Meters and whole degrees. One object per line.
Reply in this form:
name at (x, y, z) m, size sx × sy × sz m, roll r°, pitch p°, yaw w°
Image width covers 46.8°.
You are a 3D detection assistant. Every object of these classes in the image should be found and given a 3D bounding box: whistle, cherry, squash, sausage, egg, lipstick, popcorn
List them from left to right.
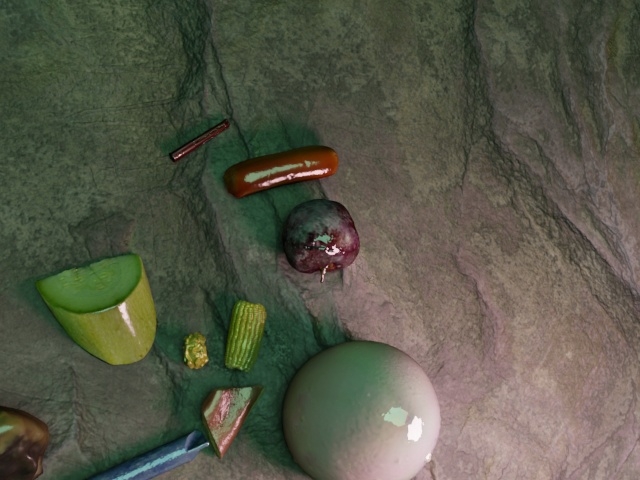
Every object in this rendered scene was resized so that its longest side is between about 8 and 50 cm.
squash at (-0.493, 0.169, 1.684) m, size 0.236 × 0.155 × 0.204 m, roll -18°, pitch 49°, yaw -18°
whistle at (-0.393, 0.504, 1.630) m, size 0.304 × 0.062 × 0.062 m, roll -21°, pitch 87°, yaw -20°
popcorn at (-0.290, 0.253, 1.703) m, size 0.057 × 0.083 × 0.082 m, roll -6°, pitch 113°, yaw -14°
lipstick at (-0.295, -0.248, 1.822) m, size 0.176 × 0.027 × 0.027 m, roll -36°, pitch 92°, yaw -22°
sausage at (-0.093, -0.177, 1.841) m, size 0.300 × 0.083 × 0.089 m, roll -15°, pitch 97°, yaw -19°
cherry at (-0.004, -0.009, 1.793) m, size 0.195 × 0.195 × 0.195 m, roll 3°, pitch 79°, yaw -17°
egg at (0.114, 0.398, 1.668) m, size 0.354 × 0.340 × 0.355 m, roll 4°, pitch 77°, yaw -18°

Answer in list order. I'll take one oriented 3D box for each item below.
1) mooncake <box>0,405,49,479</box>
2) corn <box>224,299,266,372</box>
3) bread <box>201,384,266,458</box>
mooncake at (-0.687, 0.516, 1.432) m, size 0.394 × 0.246 × 0.393 m, roll -36°, pitch 84°, yaw -20°
corn at (-0.180, 0.227, 1.749) m, size 0.085 × 0.063 × 0.165 m, roll 19°, pitch 76°, yaw -24°
bread at (-0.219, 0.392, 1.703) m, size 0.119 × 0.067 × 0.192 m, roll 40°, pitch 72°, yaw -16°
